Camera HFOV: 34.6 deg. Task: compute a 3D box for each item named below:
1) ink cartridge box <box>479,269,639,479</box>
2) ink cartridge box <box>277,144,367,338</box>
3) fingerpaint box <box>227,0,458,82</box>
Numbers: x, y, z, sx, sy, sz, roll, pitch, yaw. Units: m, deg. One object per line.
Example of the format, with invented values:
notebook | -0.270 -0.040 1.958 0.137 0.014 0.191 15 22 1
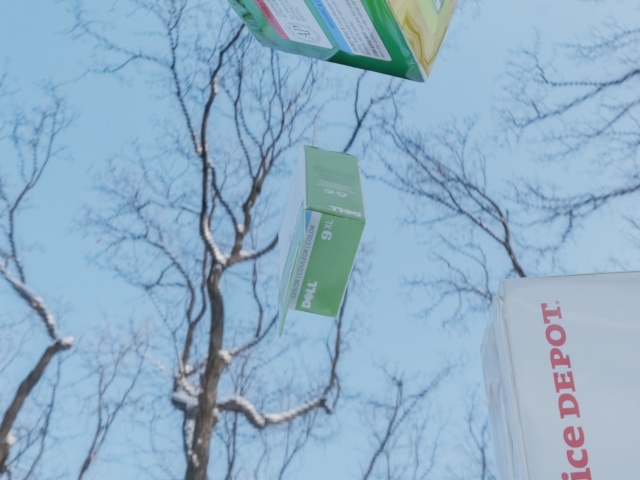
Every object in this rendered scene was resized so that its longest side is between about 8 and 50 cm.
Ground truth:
ink cartridge box | 0.261 0.132 0.674 0.289 0.211 0.121 -2 -29 -1
ink cartridge box | 0.000 0.000 0.987 0.062 0.209 0.109 13 -64 -8
fingerpaint box | 0.009 -0.373 0.641 0.163 0.445 0.371 17 -101 24
